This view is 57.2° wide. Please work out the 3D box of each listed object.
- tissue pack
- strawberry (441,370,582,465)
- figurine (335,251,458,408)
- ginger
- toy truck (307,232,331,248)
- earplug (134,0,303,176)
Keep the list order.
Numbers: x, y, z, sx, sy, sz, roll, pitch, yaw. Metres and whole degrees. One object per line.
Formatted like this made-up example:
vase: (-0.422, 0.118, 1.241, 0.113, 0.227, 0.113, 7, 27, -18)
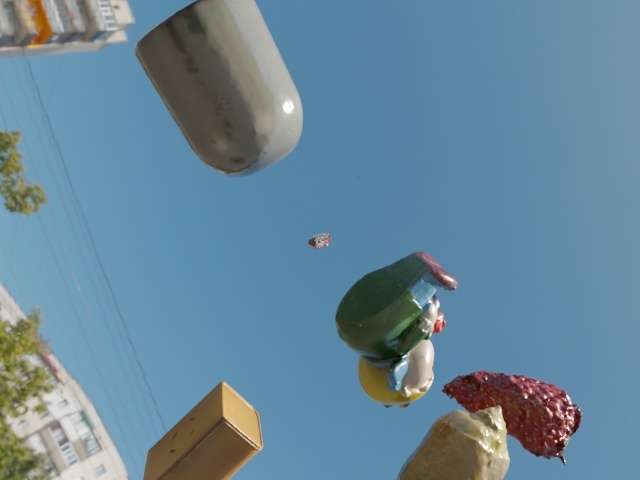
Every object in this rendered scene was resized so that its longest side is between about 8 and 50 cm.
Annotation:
tissue pack: (-0.290, 0.522, 1.452, 0.145, 0.274, 0.194, 45, 3, -14)
strawberry: (0.343, 0.279, 1.043, 0.228, 0.174, 0.098, 26, -77, 21)
figurine: (0.124, 0.139, 0.839, 0.127, 0.185, 0.234, 34, -21, 54)
ginger: (0.189, 0.359, 0.864, 0.138, 0.267, 0.152, 40, -24, -31)
toy truck: (0.000, 0.000, 1.377, 0.024, 0.083, 0.032, 26, -76, 25)
earplug: (-0.216, -0.356, 1.430, 0.312, 0.312, 0.394, -17, -75, 46)
